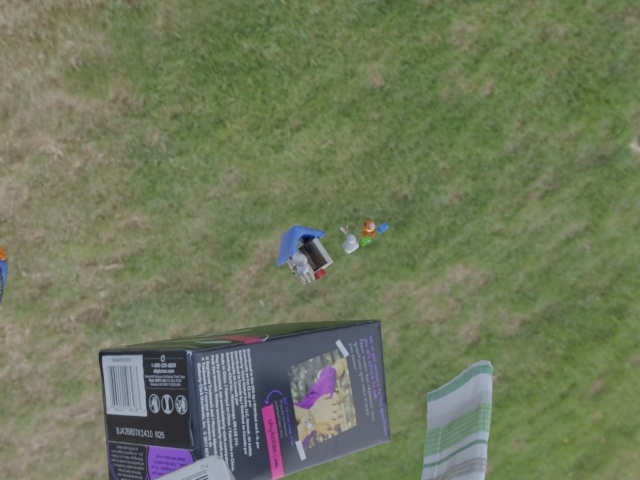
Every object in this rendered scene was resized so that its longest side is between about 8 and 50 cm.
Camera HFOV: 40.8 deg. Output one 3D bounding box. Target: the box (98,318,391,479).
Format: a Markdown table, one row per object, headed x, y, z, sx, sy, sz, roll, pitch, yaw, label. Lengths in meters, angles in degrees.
| x | y | z | sx | sy | sz | roll | pitch | yaw | label |
| --- | --- | --- | --- | --- | --- | --- | --- | --- | --- |
| -0.074 | 0.167 | 0.914 | 0.165 | 0.143 | 0.270 | -7 | 177 | 43 | box |

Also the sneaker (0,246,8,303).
| x | y | z | sx | sy | sz | roll | pitch | yaw | label |
| --- | --- | --- | --- | --- | --- | --- | --- | --- | --- |
| -0.388 | 0.108 | 0.902 | 0.083 | 0.087 | 0.221 | 11 | 115 | -23 | sneaker |

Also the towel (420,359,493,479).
| x | y | z | sx | sy | sz | roll | pitch | yaw | label |
| --- | --- | --- | --- | --- | --- | --- | --- | --- | --- |
| 0.121 | 0.196 | 0.800 | 0.023 | 0.152 | 0.113 | 20 | 146 | -10 | towel |

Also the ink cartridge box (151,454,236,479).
| x | y | z | sx | sy | sz | roll | pitch | yaw | label |
| --- | --- | --- | --- | --- | --- | --- | --- | --- | --- |
| -0.150 | 0.341 | 0.632 | 0.261 | 0.296 | 0.066 | -21 | 141 | -5 | ink cartridge box |

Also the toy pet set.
| x | y | z | sx | sy | sz | roll | pitch | yaw | label |
| --- | --- | --- | --- | --- | --- | --- | --- | --- | --- |
| 0.000 | 0.000 | 1.055 | 0.122 | 0.065 | 0.114 | -35 | -177 | -30 | toy pet set |
